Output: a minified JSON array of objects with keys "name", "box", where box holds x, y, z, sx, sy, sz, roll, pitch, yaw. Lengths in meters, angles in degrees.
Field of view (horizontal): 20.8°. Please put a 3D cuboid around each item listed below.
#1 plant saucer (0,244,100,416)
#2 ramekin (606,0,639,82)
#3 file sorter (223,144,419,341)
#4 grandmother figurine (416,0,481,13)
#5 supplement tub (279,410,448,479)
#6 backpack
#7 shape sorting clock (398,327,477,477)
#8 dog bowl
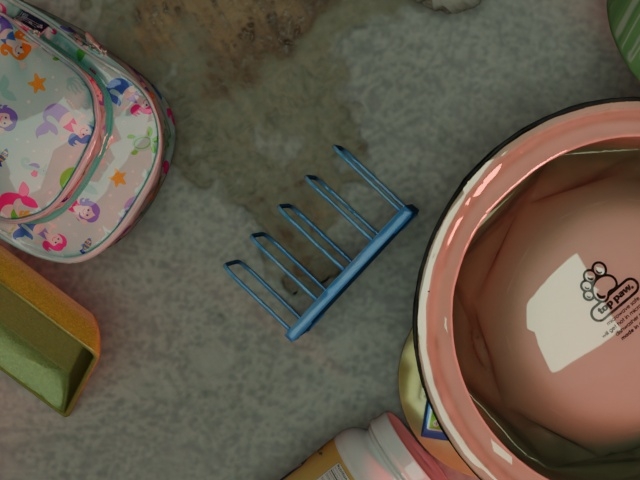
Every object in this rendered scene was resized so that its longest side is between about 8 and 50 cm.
[{"name":"plant saucer","box":[-0.299,0.076,1.734,0.188,0.188,0.045,37,60,0]},{"name":"ramekin","box":[0.411,-0.225,1.593,0.303,0.148,0.303,9,55,-13]},{"name":"file sorter","box":[0.000,0.000,1.720,0.104,0.118,0.170,43,96,4]},{"name":"grandmother figurine","box":[0.219,-0.350,1.692,0.342,0.104,0.208,-43,59,9]},{"name":"supplement tub","box":[0.025,0.276,1.722,0.199,0.144,0.144,-39,91,5]},{"name":"backpack","box":[-0.275,-0.102,1.703,0.253,0.191,0.225,33,95,-4]},{"name":"shape sorting clock","box":[0.180,0.138,1.753,0.206,0.040,0.206,0,91,-5]},{"name":"dog bowl","box":[0.283,0.072,1.665,0.407,0.150,0.408,0,91,-3]}]
